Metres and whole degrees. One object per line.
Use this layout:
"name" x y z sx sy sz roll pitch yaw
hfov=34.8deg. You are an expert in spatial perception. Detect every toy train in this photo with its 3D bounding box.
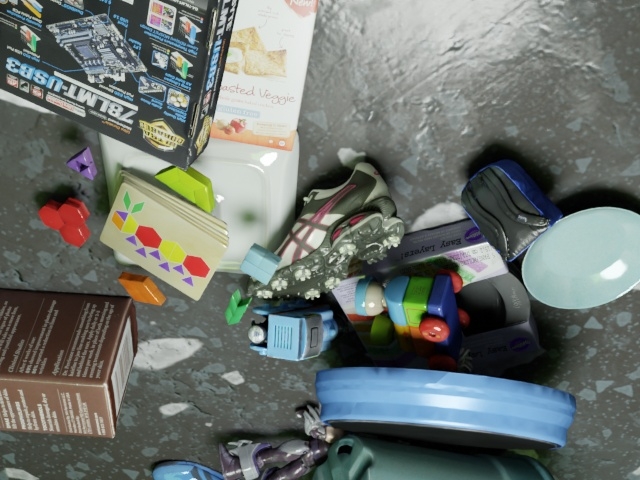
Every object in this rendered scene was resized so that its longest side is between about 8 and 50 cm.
"toy train" 0.138 0.143 1.483 0.144 0.105 0.248 6 141 21
"toy train" -0.031 0.134 1.522 0.105 0.184 0.080 7 95 29

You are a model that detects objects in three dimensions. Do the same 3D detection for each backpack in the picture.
"backpack" 0.254 -0.048 1.382 0.120 0.101 0.098 48 121 7

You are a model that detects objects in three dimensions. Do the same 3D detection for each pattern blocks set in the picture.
"pattern blocks set" -0.221 -0.008 1.422 0.325 0.026 0.285 38 135 -7

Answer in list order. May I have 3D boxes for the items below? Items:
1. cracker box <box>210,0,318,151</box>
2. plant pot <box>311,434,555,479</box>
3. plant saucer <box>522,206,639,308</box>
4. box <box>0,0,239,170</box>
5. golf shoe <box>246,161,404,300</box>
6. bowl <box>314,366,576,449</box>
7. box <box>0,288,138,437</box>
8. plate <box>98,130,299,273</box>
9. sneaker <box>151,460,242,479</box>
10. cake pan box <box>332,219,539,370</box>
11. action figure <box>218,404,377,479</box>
"cracker box" -0.092 -0.231 1.270 0.156 0.067 0.232 9 131 -2
"plant pot" 0.164 0.478 1.669 0.334 0.341 0.341 20 130 -19
"plant saucer" 0.380 0.017 1.455 0.195 0.037 0.194 -3 132 -4
"box" -0.252 -0.262 1.206 0.296 0.073 0.293 24 133 7
"golf shoe" 0.000 0.000 1.440 0.273 0.120 0.105 -31 148 31
"bowl" 0.183 0.258 1.533 0.391 0.077 0.391 6 166 2
"box" -0.493 0.186 1.591 0.382 0.191 0.143 5 131 1
"plate" -0.172 -0.048 1.454 0.278 0.045 0.278 4 132 1
"sneaker" -0.215 0.473 1.892 0.209 0.082 0.069 22 131 -12
"cake pan box" 0.179 0.095 1.534 0.267 0.070 0.245 -15 130 17
"action figure" -0.028 0.371 1.777 0.285 0.099 0.185 -17 122 1
